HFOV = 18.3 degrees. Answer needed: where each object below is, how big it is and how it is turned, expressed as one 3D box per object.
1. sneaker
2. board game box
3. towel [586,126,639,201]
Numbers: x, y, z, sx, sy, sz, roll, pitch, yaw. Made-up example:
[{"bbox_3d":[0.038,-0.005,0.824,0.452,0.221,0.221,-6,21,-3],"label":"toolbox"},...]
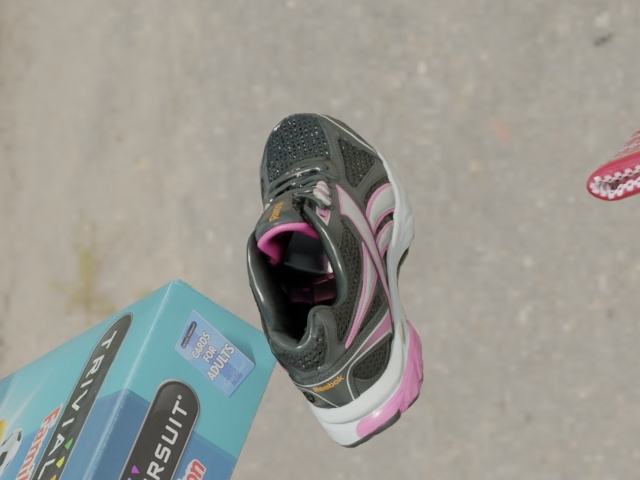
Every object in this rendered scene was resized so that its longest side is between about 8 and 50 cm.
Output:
[{"bbox_3d":[0.000,0.000,0.890,0.072,0.077,0.178,-30,44,14],"label":"sneaker"},{"bbox_3d":[-0.180,0.187,1.133,0.336,0.079,0.254,-29,32,51],"label":"board game box"},{"bbox_3d":[0.250,-0.085,1.037,0.199,0.275,0.031,-22,94,20],"label":"towel"}]
